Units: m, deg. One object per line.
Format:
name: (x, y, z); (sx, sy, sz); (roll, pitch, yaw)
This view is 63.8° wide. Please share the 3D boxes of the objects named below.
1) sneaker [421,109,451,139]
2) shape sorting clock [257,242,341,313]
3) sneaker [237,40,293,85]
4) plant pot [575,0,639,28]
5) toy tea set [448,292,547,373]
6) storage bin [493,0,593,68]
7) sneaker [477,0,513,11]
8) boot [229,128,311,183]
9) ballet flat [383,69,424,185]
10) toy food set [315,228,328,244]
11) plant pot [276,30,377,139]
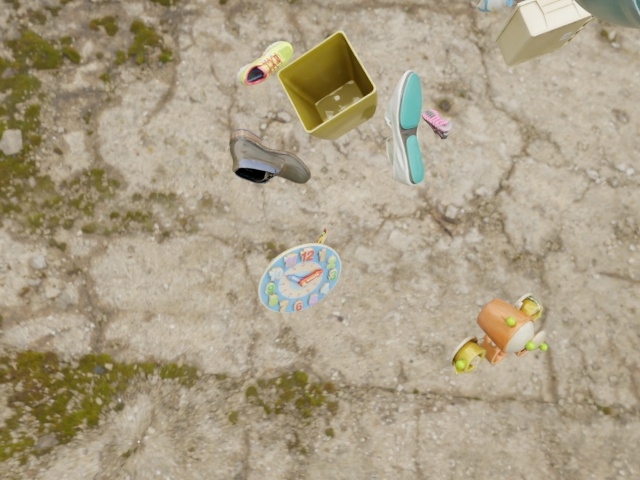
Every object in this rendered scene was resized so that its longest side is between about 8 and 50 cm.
sneaker: (0.335, -0.337, 1.503); (0.047, 0.057, 0.119); (-25, 50, -11)
shape sorting clock: (-0.044, 0.091, 1.176); (0.206, 0.206, 0.040); (-11, 38, -23)
sneaker: (-0.171, -0.559, 1.653); (0.208, 0.094, 0.081); (-36, 119, 6)
plant pot: (0.527, -0.513, 0.880); (0.292, 0.196, 0.294); (-12, 115, -28)
toy tea set: (0.451, 0.230, 1.178); (0.335, 0.200, 0.124); (-2, 34, -43)
storage bin: (0.784, -0.748, 1.791); (0.260, 0.262, 0.123); (-21, 85, 0)
sneaker: (0.453, -0.736, 1.380); (0.087, 0.092, 0.229); (-24, 108, -49)
boot: (-0.113, -0.154, 1.156); (0.219, 0.082, 0.106); (24, 47, -31)
ballet flat: (0.285, -0.390, 1.829); (0.139, 0.139, 0.401); (-14, 108, -24)
toy food set: (0.000, 0.000, 1.634); (0.020, 0.083, 0.083); (28, 92, -4)
plant pot: (0.040, -0.400, 1.429); (0.212, 0.187, 0.212); (-30, 71, 12)
